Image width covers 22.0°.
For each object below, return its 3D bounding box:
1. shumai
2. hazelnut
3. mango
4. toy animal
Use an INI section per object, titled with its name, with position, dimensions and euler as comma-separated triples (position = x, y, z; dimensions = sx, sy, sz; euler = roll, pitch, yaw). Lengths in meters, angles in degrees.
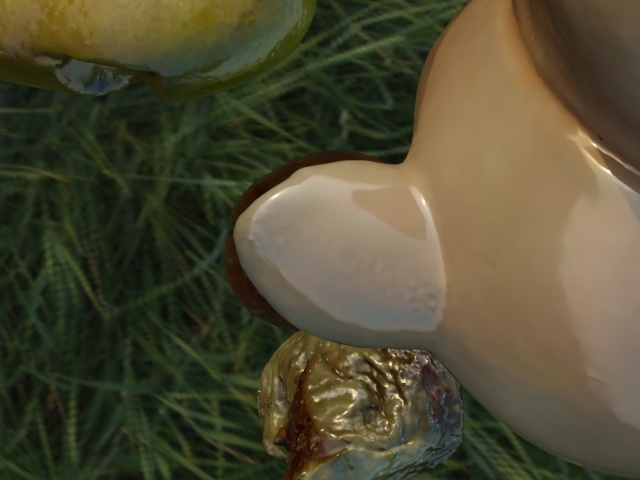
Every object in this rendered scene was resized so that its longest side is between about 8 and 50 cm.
[shumai]
position = 0.021, 0.106, 1.045
dimensions = 0.139, 0.105, 0.123
euler = -13, 90, 7
[hazelnut]
position = 0.000, 0.000, 1.260
dimensions = 0.154, 0.143, 0.143
euler = -47, 121, 3
[mango]
position = -0.134, -0.165, 1.122
dimensions = 0.167, 0.262, 0.130
euler = -76, 161, -46
[toy animal]
position = 0.132, -0.055, 0.523
dimensions = 0.269, 0.237, 0.326
euler = -59, 167, -12
